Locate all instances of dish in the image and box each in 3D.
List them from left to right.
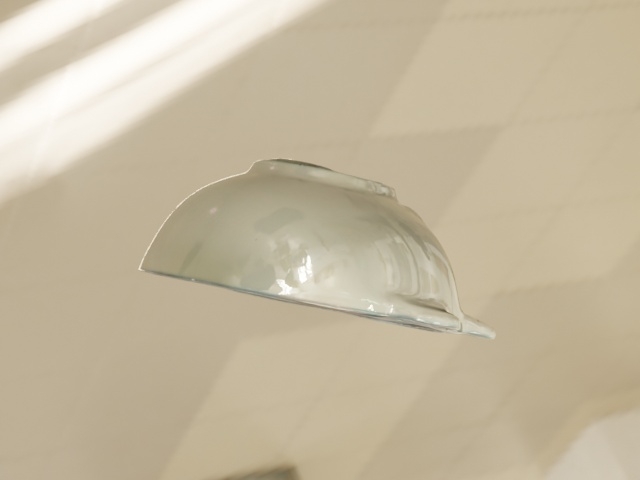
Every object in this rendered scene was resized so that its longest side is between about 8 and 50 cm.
[{"bbox_3d":[0.000,0.000,1.175,0.236,0.086,0.228,11,178,22],"label":"dish"}]
